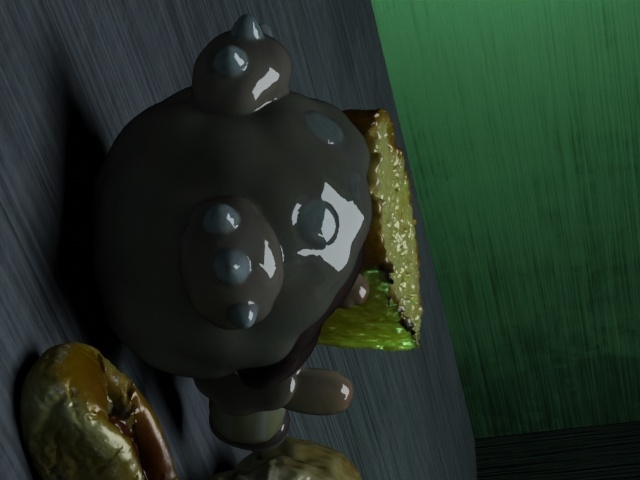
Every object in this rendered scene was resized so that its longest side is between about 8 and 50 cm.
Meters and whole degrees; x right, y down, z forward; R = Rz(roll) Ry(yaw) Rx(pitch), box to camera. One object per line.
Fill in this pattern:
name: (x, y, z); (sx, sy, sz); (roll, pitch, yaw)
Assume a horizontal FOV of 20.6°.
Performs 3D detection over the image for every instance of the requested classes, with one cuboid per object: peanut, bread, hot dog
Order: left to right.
hot dog: (-0.127, 0.177, 1.124); (0.084, 0.073, 0.242); (-68, 149, -63)
peanut: (-0.028, 0.236, 1.531); (0.290, 0.130, 0.130); (20, 63, -81)
bread: (0.000, 0.000, 1.739); (0.340, 0.179, 0.194); (65, 21, -70)

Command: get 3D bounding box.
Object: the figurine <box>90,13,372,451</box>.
figurine: (-0.065, 0.024, 1.319); (0.380, 0.203, 0.248); (90, 5, -58)
